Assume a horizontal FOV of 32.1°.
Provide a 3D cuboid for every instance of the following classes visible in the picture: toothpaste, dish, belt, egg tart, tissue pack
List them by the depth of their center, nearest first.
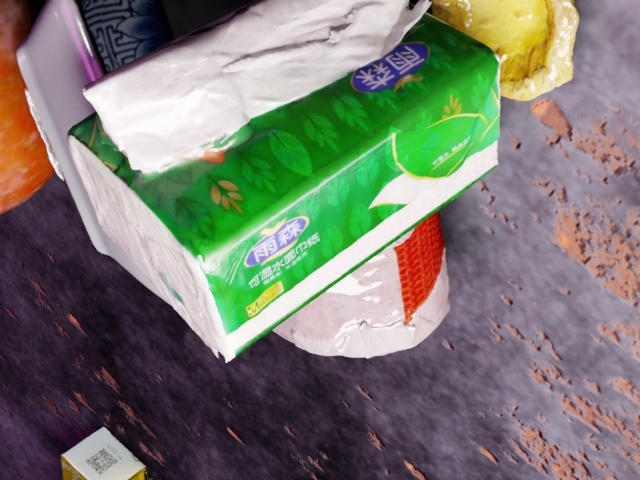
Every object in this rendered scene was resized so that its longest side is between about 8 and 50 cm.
[{"bbox_3d":[0.107,-0.131,0.630,0.105,0.039,0.105,26,136,28],"label":"egg tart"},{"bbox_3d":[-0.022,-0.069,0.630,0.148,0.209,0.156,43,158,35],"label":"tissue pack"},{"bbox_3d":[0.000,0.000,0.772,0.201,0.128,0.124,26,138,40],"label":"belt"},{"bbox_3d":[-0.147,-0.084,0.801,0.080,0.182,0.243,-13,116,10],"label":"dish"},{"bbox_3d":[-0.263,0.362,1.388,0.089,0.071,0.312,35,140,25],"label":"toothpaste"}]

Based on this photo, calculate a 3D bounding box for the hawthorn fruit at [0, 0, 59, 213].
[{"bbox_3d":[-0.332,-0.136,0.898,0.284,0.284,0.284,26,136,28],"label":"hawthorn fruit"}]
